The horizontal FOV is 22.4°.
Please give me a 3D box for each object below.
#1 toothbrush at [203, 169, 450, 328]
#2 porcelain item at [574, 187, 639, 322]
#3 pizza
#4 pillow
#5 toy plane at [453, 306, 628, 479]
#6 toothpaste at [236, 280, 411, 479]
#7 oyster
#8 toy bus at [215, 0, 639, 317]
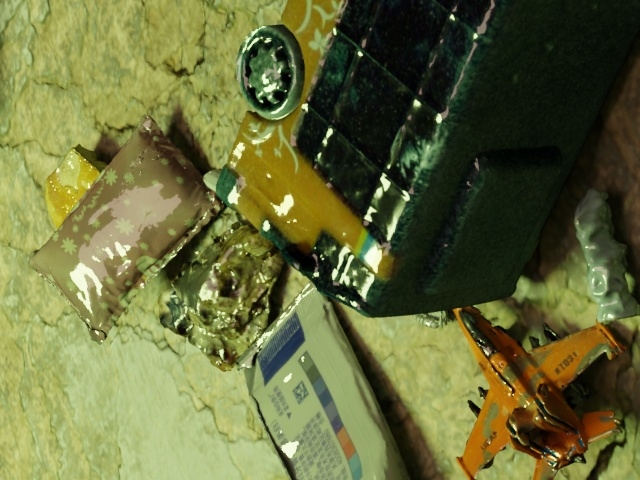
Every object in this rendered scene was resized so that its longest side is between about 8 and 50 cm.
[{"bbox_3d":[0.000,0.000,1.217,0.288,0.024,0.026,29,131,44],"label":"toothbrush"},{"bbox_3d":[0.175,0.009,0.995,0.028,0.036,0.083,-15,88,19],"label":"porcelain item"},{"bbox_3d":[-0.199,-0.026,1.447,0.160,0.036,0.099,35,121,42],"label":"pizza"},{"bbox_3d":[-0.170,-0.008,1.364,0.118,0.043,0.185,48,112,22],"label":"pillow"},{"bbox_3d":[0.125,0.085,1.048,0.135,0.062,0.188,-46,32,11],"label":"toy plane"},{"bbox_3d":[0.017,0.169,1.190,0.099,0.068,0.282,-30,57,7],"label":"toothpaste"},{"bbox_3d":[-0.079,0.038,1.297,0.103,0.051,0.148,48,119,27],"label":"oyster"},{"bbox_3d":[0.076,-0.122,1.000,0.194,0.162,0.323,43,124,35],"label":"toy bus"}]
